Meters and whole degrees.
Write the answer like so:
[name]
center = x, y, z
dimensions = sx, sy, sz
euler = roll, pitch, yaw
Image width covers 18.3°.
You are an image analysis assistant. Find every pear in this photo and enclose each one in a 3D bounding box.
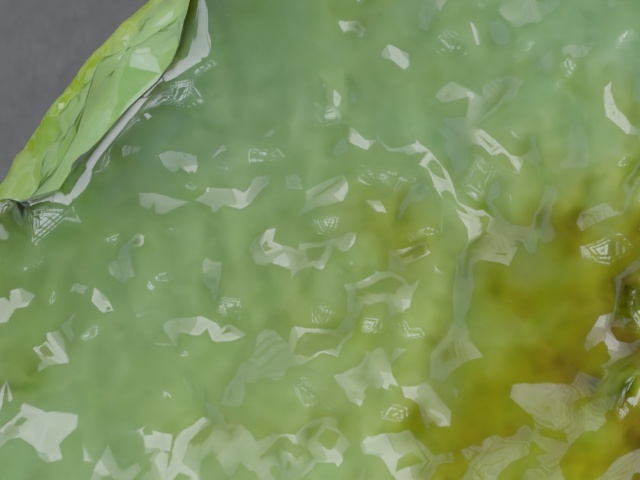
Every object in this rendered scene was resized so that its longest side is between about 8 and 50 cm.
[pear]
center = 0.000, 0.000, 0.497
dimensions = 0.159, 0.292, 0.292
euler = 42, 61, -7
